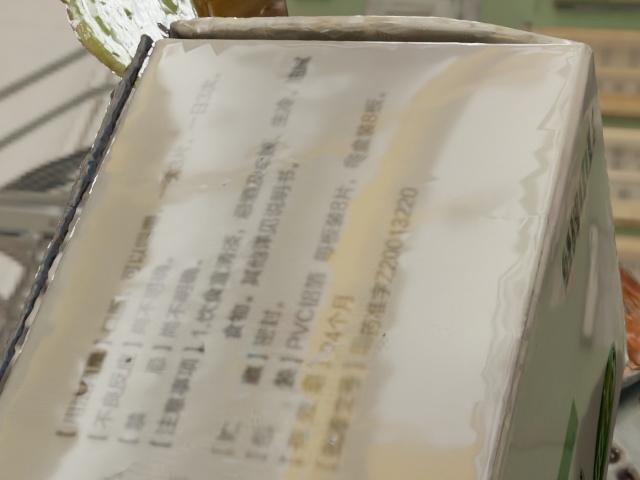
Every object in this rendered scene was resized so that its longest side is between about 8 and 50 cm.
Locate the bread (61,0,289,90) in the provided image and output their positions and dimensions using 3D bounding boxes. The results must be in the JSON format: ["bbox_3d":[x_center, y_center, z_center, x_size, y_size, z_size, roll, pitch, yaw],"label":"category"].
[{"bbox_3d":[-0.112,-0.180,1.020,0.070,0.236,0.236,-33,-41,-23],"label":"bread"}]

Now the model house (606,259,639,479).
[{"bbox_3d":[0.126,0.111,0.934,0.271,0.301,0.190,-44,-15,18],"label":"model house"}]

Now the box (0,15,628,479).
[{"bbox_3d":[-0.009,0.107,0.417,0.173,0.145,0.333,71,-150,-51],"label":"box"}]
